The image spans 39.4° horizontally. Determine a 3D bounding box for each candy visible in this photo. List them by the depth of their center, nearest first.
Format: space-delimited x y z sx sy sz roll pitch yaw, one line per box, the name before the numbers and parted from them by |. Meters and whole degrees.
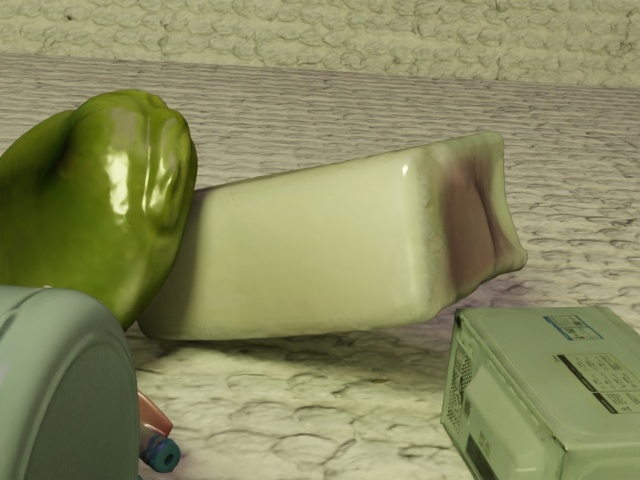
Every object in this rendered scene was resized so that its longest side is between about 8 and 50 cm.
candy | -0.002 -0.001 0.861 0.359 0.145 0.208 -7 8 38

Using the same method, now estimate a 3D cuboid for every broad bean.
broad bean | -0.225 -0.012 0.819 0.238 0.291 0.119 43 10 34

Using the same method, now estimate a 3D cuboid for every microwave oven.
microwave oven | 0.192 0.147 0.681 0.162 0.122 0.208 -1 21 -12

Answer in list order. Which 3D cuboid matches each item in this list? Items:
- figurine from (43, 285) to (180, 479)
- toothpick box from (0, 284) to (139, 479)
figurine | -0.227 0.148 0.666 0.260 0.103 0.205 19 61 28
toothpick box | -0.298 0.139 0.465 0.355 0.263 0.263 4 21 5
